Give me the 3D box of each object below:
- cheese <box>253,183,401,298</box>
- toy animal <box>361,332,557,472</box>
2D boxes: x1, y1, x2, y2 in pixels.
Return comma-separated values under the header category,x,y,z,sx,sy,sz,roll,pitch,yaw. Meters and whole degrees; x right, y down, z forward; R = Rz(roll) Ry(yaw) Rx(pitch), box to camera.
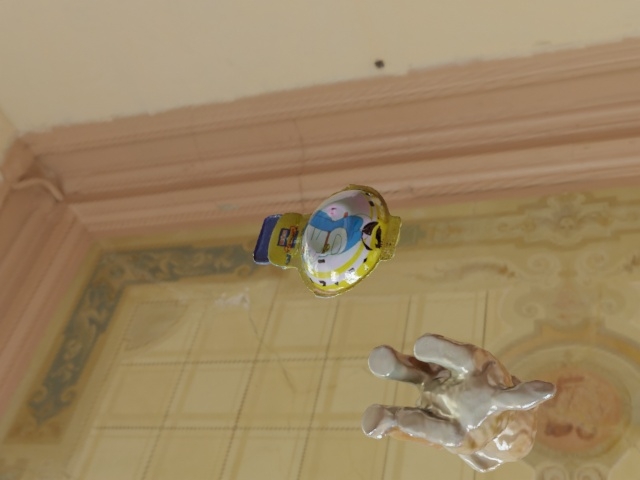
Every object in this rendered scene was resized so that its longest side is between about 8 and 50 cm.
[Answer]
category,x,y,z,sx,sy,sz,roll,pitch,yaw
cheese,0.000,0.000,1.042,0.250,0.064,0.157,-2,-114,45
toy animal,0.160,0.155,0.708,0.183,0.185,0.104,-6,-122,43
